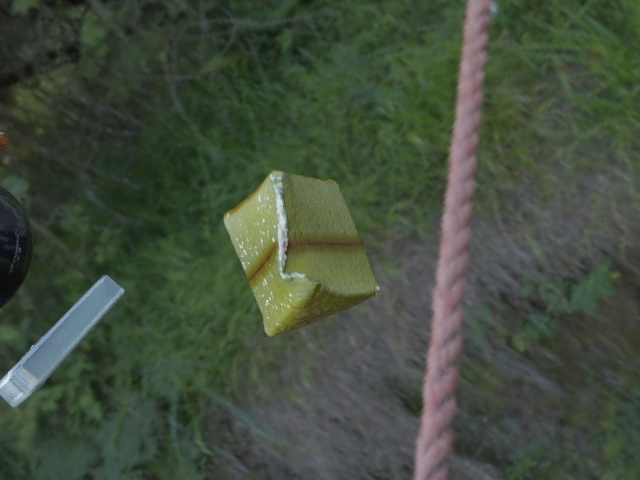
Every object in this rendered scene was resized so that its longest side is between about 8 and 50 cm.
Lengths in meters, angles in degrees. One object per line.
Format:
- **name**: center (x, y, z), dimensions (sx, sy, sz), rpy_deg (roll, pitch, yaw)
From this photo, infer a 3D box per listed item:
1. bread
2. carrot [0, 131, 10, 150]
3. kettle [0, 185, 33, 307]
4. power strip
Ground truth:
- **bread**: center (0.000, 0.000, 1.928), dimensions (0.245, 0.233, 0.362), rpy_deg (-19, -6, -17)
- **carrot**: center (-0.513, -0.152, 1.859), dimensions (0.032, 0.032, 0.093), rpy_deg (-54, 3, 13)
- **kettle**: center (-0.525, -0.039, 1.570), dimensions (0.290, 0.207, 0.268), rpy_deg (46, -123, -75)
- **power strip**: center (-0.461, 0.184, 2.070), dimensions (0.265, 0.059, 0.194), rpy_deg (-51, 9, -35)
